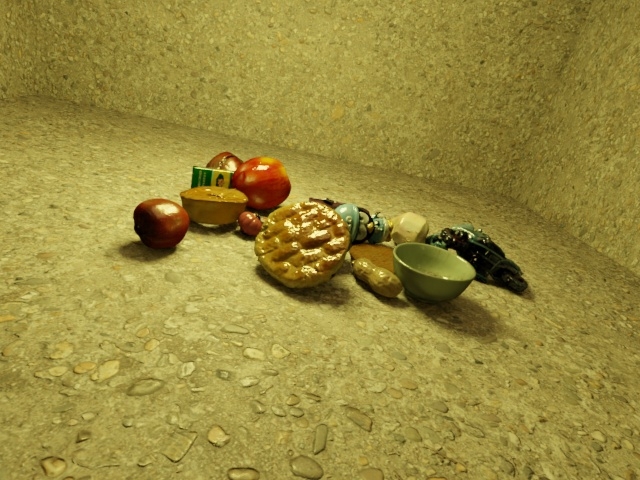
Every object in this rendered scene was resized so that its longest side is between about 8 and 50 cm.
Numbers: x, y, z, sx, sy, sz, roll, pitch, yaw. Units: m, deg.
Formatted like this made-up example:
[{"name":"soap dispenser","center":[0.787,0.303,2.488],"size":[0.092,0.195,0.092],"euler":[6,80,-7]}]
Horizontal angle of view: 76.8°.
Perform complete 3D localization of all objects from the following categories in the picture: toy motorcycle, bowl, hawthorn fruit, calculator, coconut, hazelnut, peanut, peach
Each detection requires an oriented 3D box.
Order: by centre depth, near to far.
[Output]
[{"name":"hawthorn fruit","center":[-0.511,-0.061,1.327],"size":[0.169,0.168,0.188],"euler":[26,33,27]},{"name":"peanut","center":[0.186,0.124,1.409],"size":[0.228,0.085,0.104],"euler":[33,3,40]},{"name":"bowl","center":[0.381,0.131,1.427],"size":[0.290,0.146,0.289],"euler":[10,23,-4]},{"name":"toy motorcycle","center":[0.697,0.056,1.729],"size":[0.416,0.172,0.232],"euler":[33,26,5]},{"name":"calculator","center":[0.081,-0.115,1.829],"size":[0.294,0.194,0.043],"euler":[11,63,-4]},{"name":"coconut","center":[0.395,-0.046,1.841],"size":[0.183,0.170,0.171],"euler":[23,24,15]},{"name":"peach","center":[-0.276,-0.254,1.846],"size":[0.281,0.281,0.238],"euler":[-17,81,-52]},{"name":"hazelnut","center":[-0.467,-0.342,2.015],"size":[0.212,0.181,0.181],"euler":[33,8,19]}]

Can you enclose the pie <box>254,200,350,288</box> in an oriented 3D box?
[{"name":"pie","center":[-0.057,0.008,1.348],"size":[0.340,0.083,0.339],"euler":[-4,55,6]}]

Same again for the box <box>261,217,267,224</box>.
[{"name":"box","center":[-0.147,-0.038,1.655],"size":[0.218,0.039,0.055],"euler":[20,24,13]}]

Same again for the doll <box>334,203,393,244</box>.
[{"name":"doll","center":[0.162,-0.060,1.716],"size":[0.314,0.177,0.141],"euler":[8,-1,-21]}]

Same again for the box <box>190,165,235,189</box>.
[{"name":"box","center":[-0.481,-0.269,1.889],"size":[0.235,0.132,0.034],"euler":[3,23,-24]}]

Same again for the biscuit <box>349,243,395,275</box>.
[{"name":"biscuit","center":[0.239,0.081,1.603],"size":[0.262,0.037,0.262],"euler":[12,22,-5]}]

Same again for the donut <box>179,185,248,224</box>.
[{"name":"donut","center":[-0.422,-0.140,1.614],"size":[0.278,0.108,0.277],"euler":[5,18,-2]}]

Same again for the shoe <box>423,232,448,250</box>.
[{"name":"shoe","center":[0.531,0.017,1.837],"size":[0.092,0.106,0.207],"euler":[13,19,-2]}]

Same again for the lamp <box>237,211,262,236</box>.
[{"name":"lamp","center":[-0.273,-0.064,1.575],"size":[0.107,0.092,0.107],"euler":[43,1,-1]}]

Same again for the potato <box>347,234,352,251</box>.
[{"name":"potato","center":[0.000,0.000,1.498],"size":[0.253,0.148,0.186],"euler":[-10,49,-34]}]
